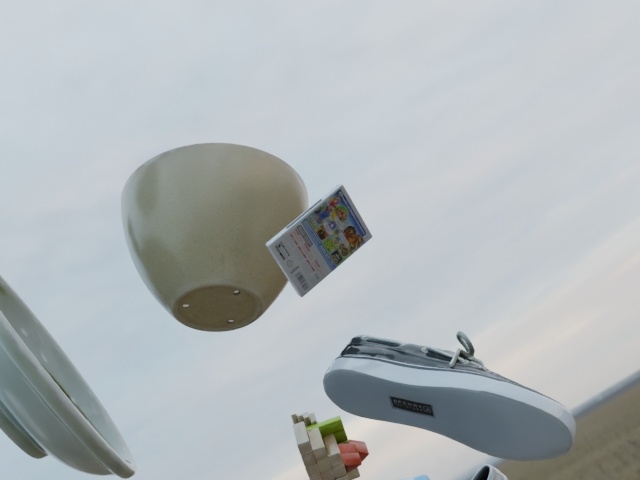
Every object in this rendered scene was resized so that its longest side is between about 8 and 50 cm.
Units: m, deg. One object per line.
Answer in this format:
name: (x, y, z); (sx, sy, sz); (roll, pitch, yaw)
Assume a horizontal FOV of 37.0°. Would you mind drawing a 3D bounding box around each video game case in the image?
video game case: (0.000, 0.000, 1.177); (0.122, 0.087, 0.011); (-40, 29, -15)

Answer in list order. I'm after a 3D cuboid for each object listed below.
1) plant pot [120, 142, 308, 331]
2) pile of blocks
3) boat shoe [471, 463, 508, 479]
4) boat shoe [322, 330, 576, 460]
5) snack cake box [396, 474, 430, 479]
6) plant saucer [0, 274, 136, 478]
plant pot: (-0.153, 0.020, 1.403); (0.284, 0.191, 0.284); (-3, -36, -3)
pile of blocks: (0.025, 0.368, 1.718); (0.112, 0.149, 0.362); (-19, -11, -3)
boat shoe: (0.236, 0.446, 1.556); (0.184, 0.063, 0.066); (-47, 26, -8)
boat shoe: (0.159, 0.175, 1.141); (0.306, 0.113, 0.105); (5, 39, 31)
snack cake box: (0.058, 0.337, 0.739); (0.089, 0.152, 0.264); (-4, -61, -29)
plant saucer: (-0.407, 0.185, 1.306); (0.100, 0.400, 0.400); (-37, -14, -12)
